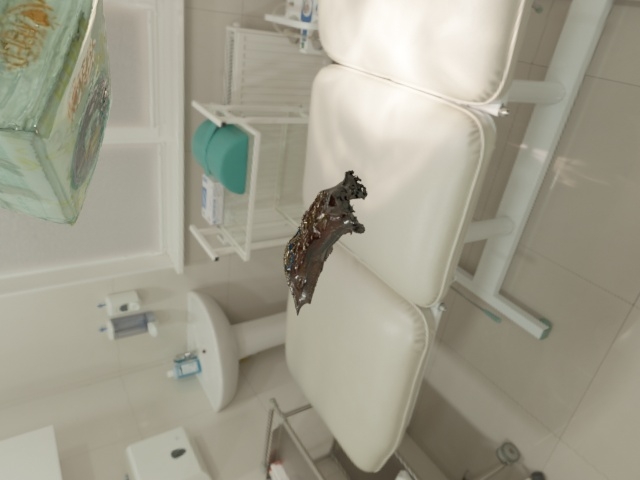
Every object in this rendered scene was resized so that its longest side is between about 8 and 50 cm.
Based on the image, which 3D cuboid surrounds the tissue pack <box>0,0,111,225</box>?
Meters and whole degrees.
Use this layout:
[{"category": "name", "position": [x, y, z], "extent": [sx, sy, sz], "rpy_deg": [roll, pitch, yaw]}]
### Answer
[{"category": "tissue pack", "position": [-0.419, -0.212, 0.687], "extent": [0.388, 0.162, 0.287], "rpy_deg": [150, 130, -65]}]

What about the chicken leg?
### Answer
[{"category": "chicken leg", "position": [0.000, 0.000, 0.712], "extent": [0.233, 0.063, 0.105], "rpy_deg": [-56, 38, 22]}]
